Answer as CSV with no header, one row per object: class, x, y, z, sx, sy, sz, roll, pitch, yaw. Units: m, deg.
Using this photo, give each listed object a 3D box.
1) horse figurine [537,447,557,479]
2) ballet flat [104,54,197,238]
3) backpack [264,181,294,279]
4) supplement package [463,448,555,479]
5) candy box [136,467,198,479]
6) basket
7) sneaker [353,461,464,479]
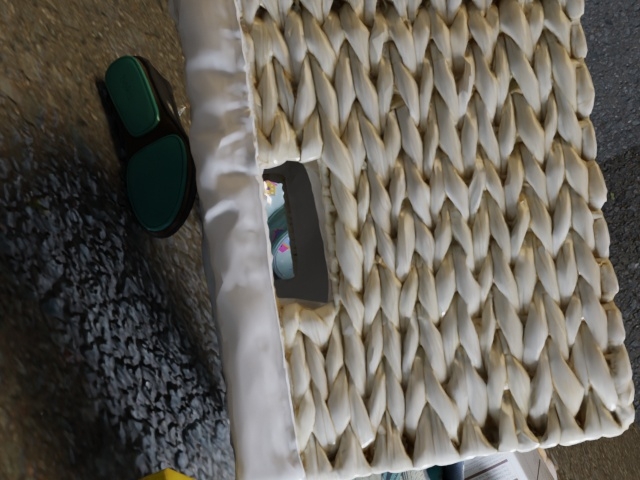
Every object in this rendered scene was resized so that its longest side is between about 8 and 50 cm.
horse figurine,0.337,0.349,1.858,0.263,0.066,0.174,63,10,-6
ballet flat,-0.143,-0.080,1.082,0.074,0.074,0.203,38,27,-55
backpack,-0.017,-0.043,1.226,0.188,0.166,0.144,43,16,-43
supplement package,0.186,0.283,1.380,0.244,0.134,0.139,62,16,-1
candy box,-0.081,0.195,0.761,0.206,0.105,0.027,39,28,-53
basket,0.040,-0.014,0.879,0.331,0.266,0.328,-172,-106,-86
sneaker,0.088,0.274,1.057,0.110,0.122,0.283,36,44,-43
